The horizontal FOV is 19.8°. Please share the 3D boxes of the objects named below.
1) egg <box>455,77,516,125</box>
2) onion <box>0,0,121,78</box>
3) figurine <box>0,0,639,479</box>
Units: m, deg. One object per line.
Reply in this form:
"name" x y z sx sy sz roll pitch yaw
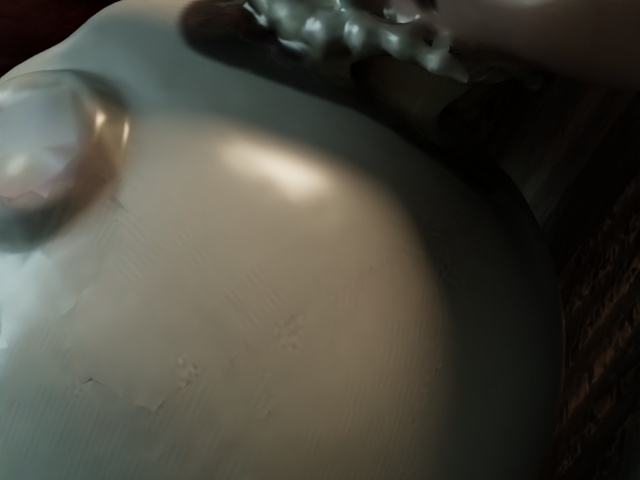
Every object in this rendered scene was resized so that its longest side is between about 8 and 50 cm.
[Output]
"egg" -0.011 -0.161 0.883 0.310 0.279 0.279 -12 51 50
"onion" -0.110 -0.149 0.685 0.252 0.219 0.252 -41 31 31
"figurine" -0.007 -0.003 0.585 0.361 0.253 0.211 -57 41 17
